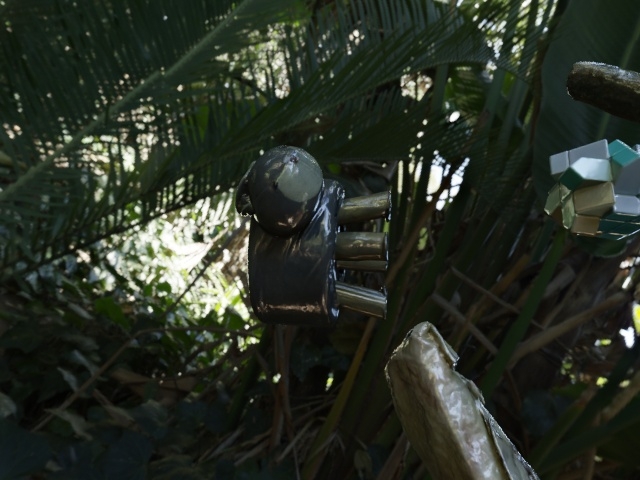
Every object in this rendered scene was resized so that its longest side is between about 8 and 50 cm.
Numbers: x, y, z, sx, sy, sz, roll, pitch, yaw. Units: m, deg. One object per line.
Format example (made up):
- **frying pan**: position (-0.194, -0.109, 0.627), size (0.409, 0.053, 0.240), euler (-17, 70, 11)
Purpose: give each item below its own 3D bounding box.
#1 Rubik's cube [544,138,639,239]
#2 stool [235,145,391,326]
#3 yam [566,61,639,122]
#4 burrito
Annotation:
- **Rubik's cube**: position (0.665, -0.115, 1.083), size (0.212, 0.225, 0.265), euler (8, -16, 3)
- **stool**: position (-0.001, 0.009, 0.454), size (0.139, 0.154, 0.228), euler (2, -11, 8)
- **yam**: position (0.393, -0.142, 0.484), size (0.274, 0.061, 0.061), euler (41, -1, 46)
- **burrito**: position (0.186, 0.274, 0.554), size (0.348, 0.107, 0.175), euler (62, -7, 18)
